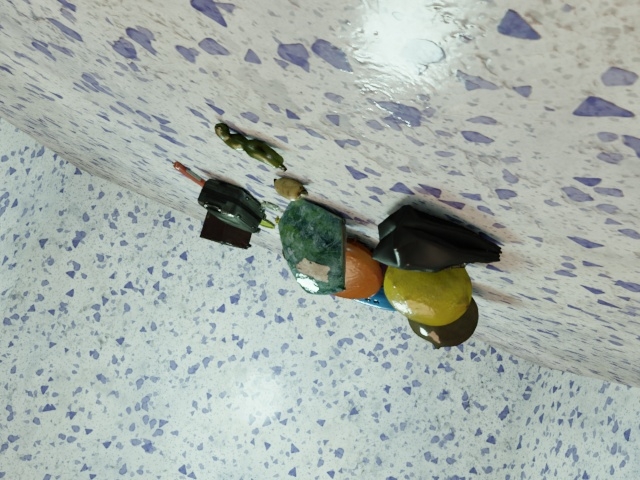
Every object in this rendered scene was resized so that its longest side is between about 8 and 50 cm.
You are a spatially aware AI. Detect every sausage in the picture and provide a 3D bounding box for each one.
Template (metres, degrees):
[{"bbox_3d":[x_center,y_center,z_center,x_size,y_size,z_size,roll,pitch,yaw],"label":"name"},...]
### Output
[{"bbox_3d":[-0.540,-0.270,2.110,0.034,0.034,0.253,18,171,29],"label":"sausage"}]

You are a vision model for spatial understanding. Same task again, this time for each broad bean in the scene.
[{"bbox_3d":[-0.177,-0.240,1.296,0.213,0.048,0.070,27,172,-6],"label":"broad bean"}]

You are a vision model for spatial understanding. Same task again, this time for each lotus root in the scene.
[{"bbox_3d":[-0.090,-0.155,1.540,0.151,0.063,0.072,21,162,37],"label":"lotus root"}]

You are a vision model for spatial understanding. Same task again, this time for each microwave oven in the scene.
[{"bbox_3d":[-0.468,-0.067,2.554,0.178,0.188,0.247,24,169,-41],"label":"microwave oven"}]

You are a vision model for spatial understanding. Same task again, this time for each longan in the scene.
[{"bbox_3d":[0.503,0.305,2.068,0.297,0.298,0.297,23,171,4],"label":"longan"}]

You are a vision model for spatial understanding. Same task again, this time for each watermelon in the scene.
[{"bbox_3d":[0.000,0.000,1.813,0.228,0.388,0.258,-4,-155,18],"label":"watermelon"}]

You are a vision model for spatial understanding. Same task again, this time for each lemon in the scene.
[{"bbox_3d":[0.342,0.143,1.596,0.260,0.261,0.284,28,165,-30],"label":"lemon"}]

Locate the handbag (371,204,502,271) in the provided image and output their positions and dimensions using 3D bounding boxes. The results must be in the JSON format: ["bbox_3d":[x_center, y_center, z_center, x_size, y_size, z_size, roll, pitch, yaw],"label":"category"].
[{"bbox_3d":[0.304,0.021,1.359,0.287,0.152,0.342,12,173,-3],"label":"handbag"}]

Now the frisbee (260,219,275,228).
[{"bbox_3d":[-0.339,-0.114,2.585,0.235,0.017,0.236,22,171,4],"label":"frisbee"}]

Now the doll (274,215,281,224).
[{"bbox_3d":[-0.103,-0.053,2.120,0.188,0.096,0.145,35,164,-10],"label":"doll"}]

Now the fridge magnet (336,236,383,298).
[{"bbox_3d":[0.086,0.113,2.063,0.363,0.155,0.364,15,142,12],"label":"fridge magnet"}]

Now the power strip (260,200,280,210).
[{"bbox_3d":[-0.208,-0.135,2.062,0.083,0.035,0.055,19,171,13],"label":"power strip"}]

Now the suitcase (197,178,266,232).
[{"bbox_3d":[-0.368,-0.141,2.122,0.202,0.128,0.312,20,171,21],"label":"suitcase"}]

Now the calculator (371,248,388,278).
[{"bbox_3d":[0.275,0.111,2.029,0.190,0.034,0.127,23,135,53],"label":"calculator"}]

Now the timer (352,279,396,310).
[{"bbox_3d":[0.304,0.229,2.338,0.308,0.115,0.340,12,-168,32],"label":"timer"}]

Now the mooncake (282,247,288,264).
[{"bbox_3d":[-0.066,0.047,2.260,0.228,0.125,0.228,5,-161,-2],"label":"mooncake"}]
